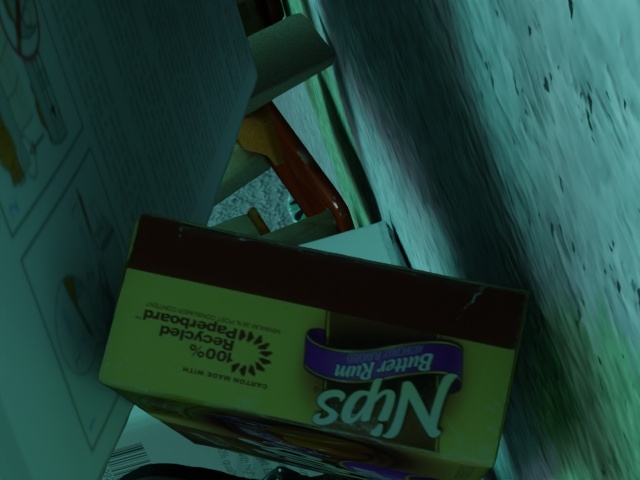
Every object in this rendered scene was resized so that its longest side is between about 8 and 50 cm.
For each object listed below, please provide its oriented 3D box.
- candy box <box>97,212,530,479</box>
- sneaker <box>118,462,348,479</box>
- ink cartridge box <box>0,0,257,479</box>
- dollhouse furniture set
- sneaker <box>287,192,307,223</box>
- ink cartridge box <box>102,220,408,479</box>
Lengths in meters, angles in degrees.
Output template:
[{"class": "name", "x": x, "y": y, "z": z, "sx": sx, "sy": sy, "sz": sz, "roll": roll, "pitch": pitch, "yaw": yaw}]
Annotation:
[{"class": "candy box", "x": 0.002, "y": 0.046, "z": 0.451, "sx": 0.186, "sy": 0.109, "sz": 0.053, "roll": 82, "pitch": -160, "yaw": -75}, {"class": "sneaker", "x": -0.001, "y": 0.123, "z": 0.597, "sx": 0.228, "sy": 0.087, "sz": 0.130, "roll": 23, "pitch": -146, "yaw": -30}, {"class": "ink cartridge box", "x": -0.124, "y": -0.111, "z": 0.449, "sx": 0.385, "sy": 0.091, "sz": 0.308, "roll": -77, "pitch": -25, "yaw": -60}, {"class": "dollhouse furniture set", "x": -0.037, "y": -0.071, "z": 0.847, "sx": 0.259, "sy": 0.135, "sz": 0.262, "roll": 55, "pitch": 168, "yaw": 39}, {"class": "sneaker", "x": 0.000, "y": 0.000, "z": 1.185, "sx": 0.069, "sy": 0.038, "sz": 0.098, "roll": 77, "pitch": 175, "yaw": -62}, {"class": "ink cartridge box", "x": -0.045, "y": 0.096, "z": 0.724, "sx": 0.158, "sy": 0.218, "sz": 0.092, "roll": 74, "pitch": -178, "yaw": -46}]
